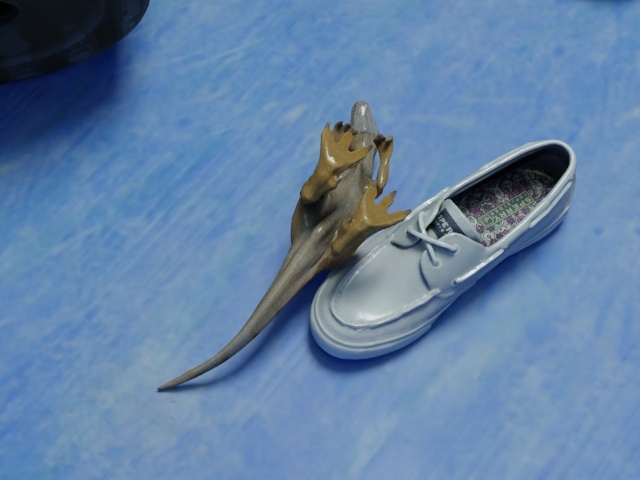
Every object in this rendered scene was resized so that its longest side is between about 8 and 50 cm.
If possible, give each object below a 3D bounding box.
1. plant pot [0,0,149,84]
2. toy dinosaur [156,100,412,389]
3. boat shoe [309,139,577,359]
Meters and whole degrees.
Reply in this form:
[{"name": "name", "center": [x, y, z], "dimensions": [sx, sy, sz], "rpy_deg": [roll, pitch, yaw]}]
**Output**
[{"name": "plant pot", "center": [-0.216, -0.252, 0.682], "dimensions": [0.323, 0.323, 0.280], "rpy_deg": [-13, 79, -9]}, {"name": "toy dinosaur", "center": [0.000, 0.000, 0.661], "dimensions": [0.064, 0.112, 0.211], "rpy_deg": [34, 59, 1]}, {"name": "boat shoe", "center": [0.074, 0.001, 0.671], "dimensions": [0.184, 0.063, 0.066], "rpy_deg": [-27, 66, -16]}]
